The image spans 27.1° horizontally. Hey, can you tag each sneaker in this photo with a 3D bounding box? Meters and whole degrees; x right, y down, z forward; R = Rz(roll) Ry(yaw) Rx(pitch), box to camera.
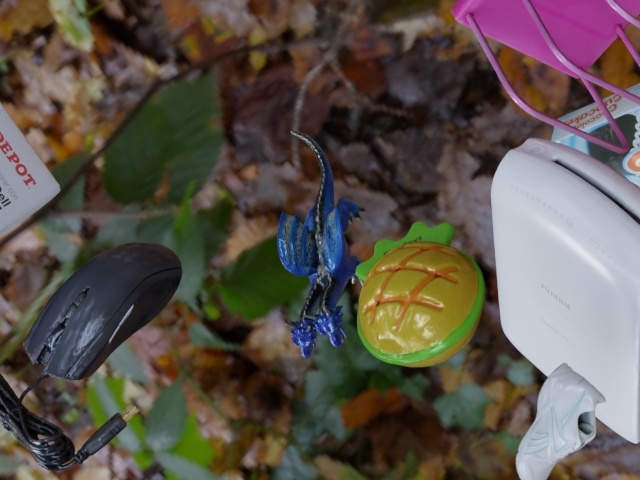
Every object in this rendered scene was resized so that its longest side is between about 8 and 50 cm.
[{"bbox_3d":[0.245,0.201,1.361,0.061,0.054,0.152,32,127,27],"label":"sneaker"}]

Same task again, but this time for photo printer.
[{"bbox_3d":[0.299,0.046,1.457,0.256,0.107,0.307,43,155,40],"label":"photo printer"}]

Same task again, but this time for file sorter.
[{"bbox_3d":[0.325,-0.259,1.376,0.290,0.202,0.182,-49,42,29],"label":"file sorter"}]

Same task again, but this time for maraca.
[{"bbox_3d":[0.089,0.046,1.237,0.127,0.185,0.099,-24,125,9],"label":"maraca"}]

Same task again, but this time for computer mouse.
[{"bbox_3d":[-0.229,0.106,1.347,0.184,0.262,0.060,38,162,35],"label":"computer mouse"}]

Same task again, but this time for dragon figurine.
[{"bbox_3d":[0.000,0.000,1.676,0.085,0.144,0.289,-5,93,20],"label":"dragon figurine"}]

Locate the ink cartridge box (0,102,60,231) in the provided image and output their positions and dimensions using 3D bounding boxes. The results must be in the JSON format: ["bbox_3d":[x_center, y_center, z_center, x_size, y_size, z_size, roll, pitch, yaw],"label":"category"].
[{"bbox_3d":[-0.465,-0.057,1.484,0.201,0.278,0.117,56,150,-6],"label":"ink cartridge box"}]

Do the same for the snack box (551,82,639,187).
[{"bbox_3d":[0.457,-0.058,1.692,0.187,0.060,0.322,-23,120,32],"label":"snack box"}]
